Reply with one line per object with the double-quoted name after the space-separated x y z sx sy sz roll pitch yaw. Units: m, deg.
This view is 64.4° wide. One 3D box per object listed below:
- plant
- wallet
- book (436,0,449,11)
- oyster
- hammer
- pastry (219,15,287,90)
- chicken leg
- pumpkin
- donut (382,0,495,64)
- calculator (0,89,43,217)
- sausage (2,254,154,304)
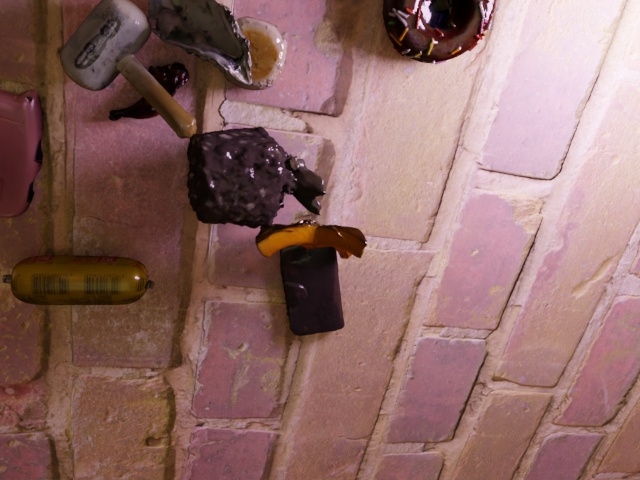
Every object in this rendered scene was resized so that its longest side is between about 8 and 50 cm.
-0.142 -0.147 1.177 0.312 0.215 0.213 -6 121 -20 "plant"
-0.022 0.136 1.439 0.165 0.042 0.309 -10 117 -9 "wallet"
0.341 -0.613 1.165 0.192 0.013 0.168 -34 118 5 "book"
-0.240 -0.439 1.029 0.252 0.087 0.199 13 74 3 "oyster"
-0.372 -0.336 1.058 0.305 0.113 0.202 44 103 -8 "hammer"
-0.152 -0.409 1.118 0.166 0.088 0.165 -3 116 -6 "pastry"
-0.378 -0.321 1.135 0.205 0.053 0.093 -44 93 3 "chicken leg"
-0.021 -0.003 1.235 0.258 0.290 0.095 4 91 -4 "pumpkin"
0.266 -0.523 1.131 0.270 0.103 0.269 -2 120 -3 "donut"
-0.736 -0.191 1.121 0.220 0.048 0.329 13 115 -19 "calculator"
-0.588 0.098 1.251 0.347 0.123 0.123 2 115 -13 "sausage"
